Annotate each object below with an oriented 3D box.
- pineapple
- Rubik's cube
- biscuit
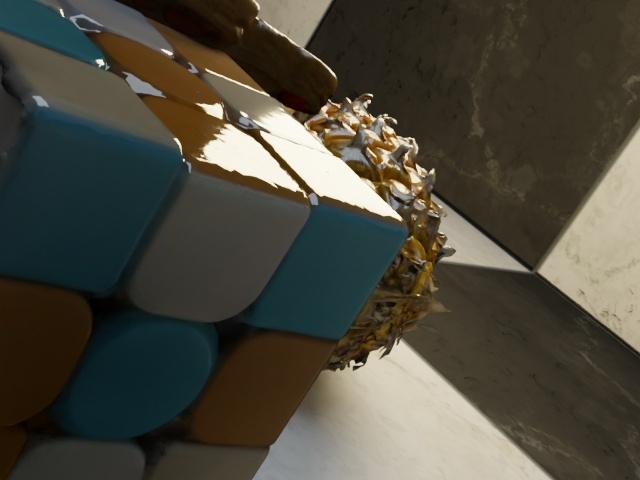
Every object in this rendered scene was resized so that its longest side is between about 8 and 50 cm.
[{"bbox_3d":[-0.003,0.000,1.225,0.352,0.352,0.300,28,24,-14],"label":"pineapple"},{"bbox_3d":[-0.208,0.006,0.806,0.344,0.346,0.347,18,22,-43],"label":"Rubik's cube"},{"bbox_3d":[-0.154,-0.253,1.088,0.381,0.074,0.359,35,2,7],"label":"biscuit"}]
